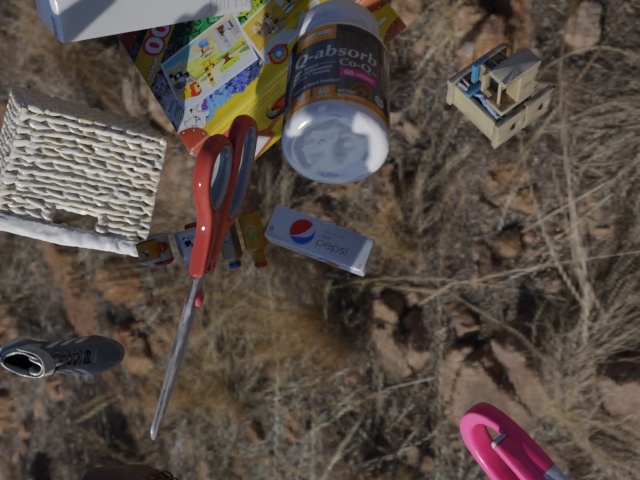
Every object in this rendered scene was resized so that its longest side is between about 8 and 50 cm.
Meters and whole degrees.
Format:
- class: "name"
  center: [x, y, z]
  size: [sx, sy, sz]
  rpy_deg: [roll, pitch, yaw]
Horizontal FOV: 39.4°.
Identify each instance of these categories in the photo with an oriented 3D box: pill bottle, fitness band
- class: "pill bottle"
  center: [0.026, -0.234, 1.373]
  size: [0.162, 0.162, 0.278]
  rpy_deg: [-51, 28, 44]
- class: "fitness band"
  center: [0.324, 0.380, 1.394]
  size: [0.291, 0.054, 0.209]
  rpy_deg: [50, 166, 20]

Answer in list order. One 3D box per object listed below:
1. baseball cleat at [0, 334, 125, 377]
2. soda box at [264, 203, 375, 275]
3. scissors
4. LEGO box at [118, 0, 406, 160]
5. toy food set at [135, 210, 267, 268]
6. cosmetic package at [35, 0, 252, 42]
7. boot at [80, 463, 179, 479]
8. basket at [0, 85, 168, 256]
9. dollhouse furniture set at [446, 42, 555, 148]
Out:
- class: "baseball cleat"
  center: [-0.429, 0.202, 1.493]
  size: [0.109, 0.206, 0.072]
  rpy_deg: [-146, 57, -71]
- class: "soda box"
  center: [0.000, 0.000, 1.828]
  size: [0.069, 0.216, 0.074]
  rpy_deg: [68, -137, -78]
- class: "scissors"
  center: [-0.104, 0.033, 0.812]
  size: [0.021, 0.109, 0.297]
  rpy_deg: [15, 107, 11]
- class: "LEGO box"
  center: [-0.134, -0.448, 1.926]
  size: [0.500, 0.193, 0.372]
  rpy_deg: [-40, 65, 13]
- class: "toy food set"
  center: [-0.219, 0.023, 1.642]
  size: [0.111, 0.232, 0.104]
  rpy_deg: [10, 116, 65]
- class: "cosmetic package"
  center: [-0.324, -0.511, 1.628]
  size: [0.156, 0.385, 0.217]
  rpy_deg: [45, 141, 45]
- class: "boot"
  center: [-0.236, 0.391, 1.357]
  size: [0.112, 0.305, 0.115]
  rpy_deg: [71, -163, -55]
- class: "basket"
  center: [-0.527, -0.153, 1.925]
  size: [0.331, 0.328, 0.266]
  rpy_deg: [34, 110, 63]
- class: "dollhouse furniture set"
  center: [0.299, -0.273, 1.463]
  size: [0.129, 0.129, 0.183]
  rpy_deg: [49, 168, 23]
